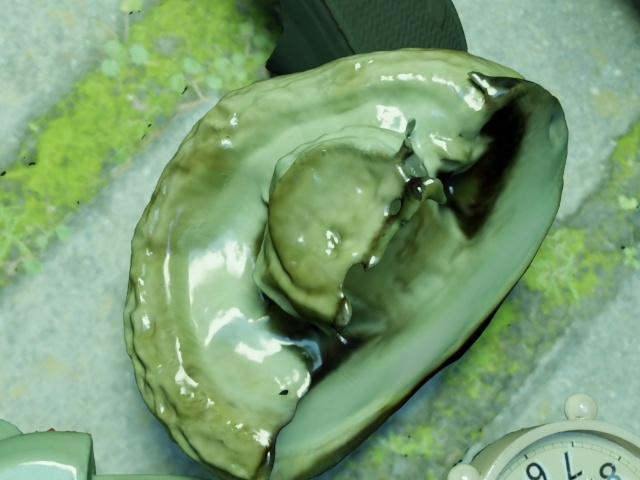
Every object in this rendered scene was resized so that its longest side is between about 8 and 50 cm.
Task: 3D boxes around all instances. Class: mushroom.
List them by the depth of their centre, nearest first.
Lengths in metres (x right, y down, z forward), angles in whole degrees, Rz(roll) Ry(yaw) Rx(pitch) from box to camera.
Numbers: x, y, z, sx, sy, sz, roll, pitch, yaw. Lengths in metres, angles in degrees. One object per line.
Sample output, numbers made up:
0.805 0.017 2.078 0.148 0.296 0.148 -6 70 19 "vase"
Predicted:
0.005 -0.002 0.682 0.164 0.189 0.267 36 105 27 "mushroom"

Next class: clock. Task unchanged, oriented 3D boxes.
0.151 0.186 0.734 0.229 0.063 0.156 -29 83 -19 "clock"

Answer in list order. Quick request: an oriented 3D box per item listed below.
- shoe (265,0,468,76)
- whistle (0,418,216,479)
0.003 -0.150 0.751 0.241 0.093 0.108 51 55 -31 "shoe"
-0.166 0.152 0.649 0.253 0.106 0.102 0 109 -6 "whistle"
